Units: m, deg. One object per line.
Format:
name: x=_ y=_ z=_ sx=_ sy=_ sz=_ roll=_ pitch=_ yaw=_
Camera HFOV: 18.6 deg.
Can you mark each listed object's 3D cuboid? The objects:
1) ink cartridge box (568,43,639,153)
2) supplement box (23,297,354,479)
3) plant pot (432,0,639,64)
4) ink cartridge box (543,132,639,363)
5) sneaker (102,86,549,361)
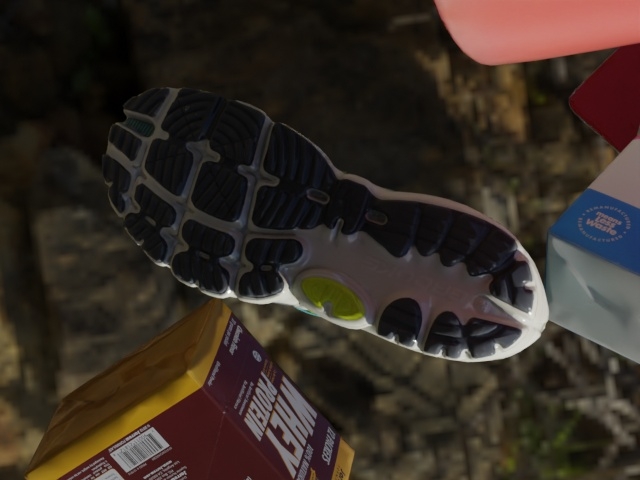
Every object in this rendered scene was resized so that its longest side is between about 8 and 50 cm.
ink cartridge box: x=0.393 y=-0.139 z=1.519 sx=0.272 sy=0.309 sz=0.130 roll=42 pitch=-13 yaw=13
supplement box: x=-0.109 y=0.193 z=1.688 sx=0.194 sy=0.191 sz=0.129 roll=50 pitch=24 yaw=-16
plant pot: x=0.183 y=-0.213 z=0.834 sx=0.275 sy=0.243 sz=0.275 roll=2 pitch=90 yaw=-68
ink cartridge box: x=0.252 y=-0.020 z=1.188 sx=0.231 sy=0.134 sz=0.078 roll=-44 pitch=147 yaw=-33
sneaker: x=0.000 y=0.000 z=1.120 sx=0.107 sy=0.275 sz=0.110 roll=-65 pitch=168 yaw=2
